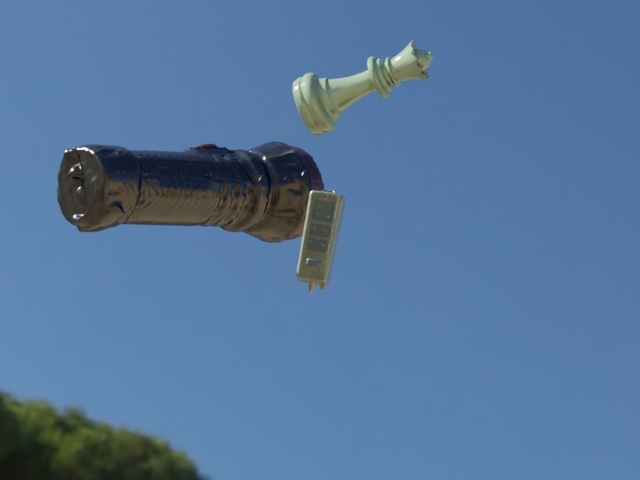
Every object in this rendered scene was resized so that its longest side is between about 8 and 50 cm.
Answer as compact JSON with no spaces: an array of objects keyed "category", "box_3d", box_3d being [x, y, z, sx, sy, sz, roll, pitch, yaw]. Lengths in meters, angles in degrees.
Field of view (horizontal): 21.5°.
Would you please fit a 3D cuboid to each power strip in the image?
[{"category":"power strip","box_3d":[0.000,0.000,1.308,0.027,0.083,0.017,7,-11,13]}]

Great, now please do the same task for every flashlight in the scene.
[{"category":"flashlight","box_3d":[-0.106,-0.044,1.377,0.232,0.093,0.093,3,-17,-41]}]

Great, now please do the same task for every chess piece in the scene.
[{"category":"chess piece","box_3d":[0.031,-0.104,1.102,0.093,0.042,0.042,-22,-42,15]}]
